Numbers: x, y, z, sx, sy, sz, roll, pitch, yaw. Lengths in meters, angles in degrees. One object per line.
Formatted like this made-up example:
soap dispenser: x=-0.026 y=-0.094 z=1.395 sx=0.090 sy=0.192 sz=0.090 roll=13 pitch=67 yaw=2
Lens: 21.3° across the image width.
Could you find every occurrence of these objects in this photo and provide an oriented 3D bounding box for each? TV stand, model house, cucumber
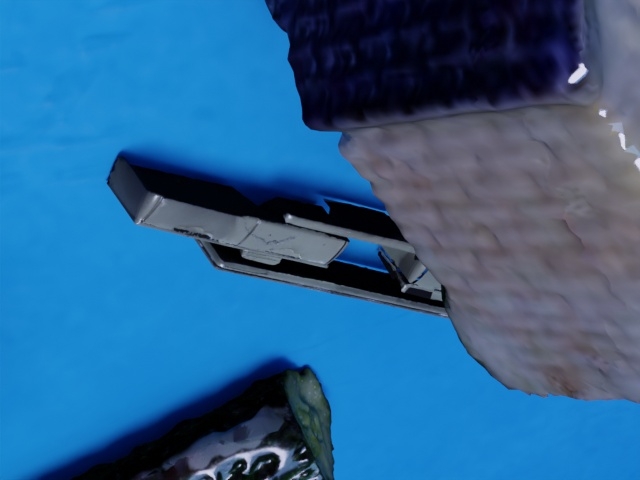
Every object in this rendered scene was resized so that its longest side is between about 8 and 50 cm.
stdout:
TV stand: x=0.000 y=0.000 z=0.842 sx=0.249 sy=0.036 sz=0.042 roll=13 pitch=122 yaw=-44
model house: x=0.139 y=-0.127 z=0.695 sx=0.298 sy=0.243 sz=0.284 roll=-51 pitch=119 yaw=-23
cucumber: x=-0.105 y=0.148 z=0.888 sx=0.265 sy=0.077 sz=0.077 roll=-25 pitch=140 yaw=-11
